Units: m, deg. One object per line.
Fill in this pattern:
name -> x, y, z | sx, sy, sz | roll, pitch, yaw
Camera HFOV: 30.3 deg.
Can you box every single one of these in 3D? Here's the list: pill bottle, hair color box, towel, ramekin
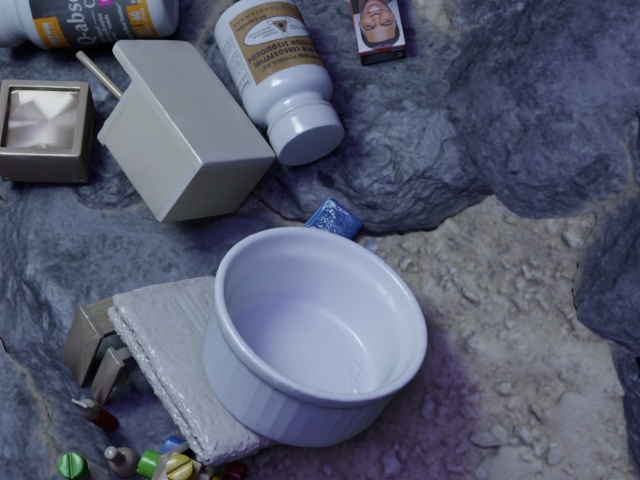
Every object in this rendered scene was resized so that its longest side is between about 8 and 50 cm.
pill bottle -> -0.055, -0.229, 1.692 | 0.131, 0.131, 0.229 | -23, 68, -1
hair color box -> 0.083, -0.337, 1.761 | 0.072, 0.043, 0.141 | -11, 69, 3
towel -> -0.142, 0.164, 1.536 | 0.187, 0.049, 0.282 | -9, 51, -40
towel -> 0.000, 0.000, 1.652 | 0.067, 0.029, 0.119 | 40, 79, 18
pill bottle -> -0.362, -0.370, 1.771 | 0.278, 0.162, 0.162 | -7, 69, 5
ramekin -> -0.016, 0.126, 1.493 | 0.277, 0.135, 0.277 | 14, 43, -13

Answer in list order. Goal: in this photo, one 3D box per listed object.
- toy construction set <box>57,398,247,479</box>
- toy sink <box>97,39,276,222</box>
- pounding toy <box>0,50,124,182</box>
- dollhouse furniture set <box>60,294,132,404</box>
toy construction set -> -0.222, 0.318, 1.450 | 0.257, 0.237, 0.309 | -41, 69, -8
toy sink -> -0.205, -0.153, 1.653 | 0.234, 0.153, 0.131 | 53, 124, 19
pounding toy -> -0.362, -0.180, 1.742 | 0.206, 0.094, 0.181 | 2, 64, -1
dollhouse furniture set -> -0.246, 0.156, 1.628 | 0.151, 0.123, 0.144 | -20, 63, -38
